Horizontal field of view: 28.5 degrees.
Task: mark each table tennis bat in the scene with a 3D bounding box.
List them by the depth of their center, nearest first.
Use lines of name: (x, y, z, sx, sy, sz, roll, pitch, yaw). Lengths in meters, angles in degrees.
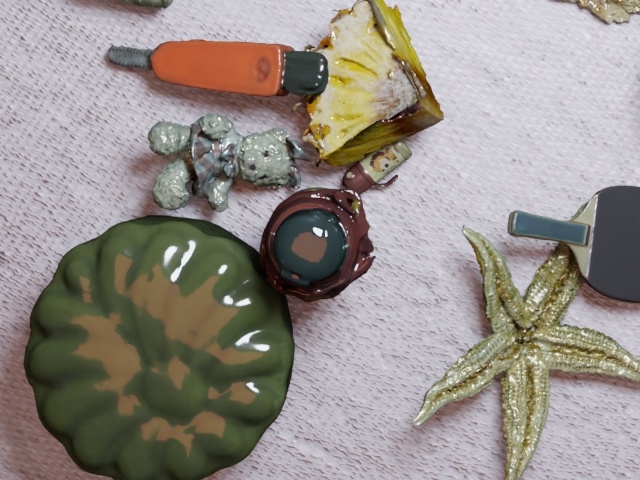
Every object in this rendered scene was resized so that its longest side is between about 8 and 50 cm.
table tennis bat: (0.373, -0.002, 1.660, 0.274, 0.021, 0.154, 9, 86, -16)

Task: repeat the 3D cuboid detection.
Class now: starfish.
starfish: (0.260, 0.132, 1.674, 0.358, 0.078, 0.347, -22, 99, -10)

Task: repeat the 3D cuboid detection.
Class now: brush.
brush: (-0.137, -0.233, 1.666, 0.323, 0.051, 0.070, 10, 99, 21)

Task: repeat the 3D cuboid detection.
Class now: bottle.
bottle: (0.000, 0.000, 1.594, 0.143, 0.271, 0.156, 27, 95, 1)
bottle: (0.074, -0.099, 1.696, 0.101, 0.047, 0.063, -41, 81, 6)

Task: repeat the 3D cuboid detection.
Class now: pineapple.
pineapple: (0.069, -0.198, 1.642, 0.186, 0.114, 0.236, 16, 94, 29)

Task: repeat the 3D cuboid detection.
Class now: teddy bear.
teddy bear: (-0.130, -0.108, 1.689, 0.213, 0.111, 0.133, -3, 113, -18)

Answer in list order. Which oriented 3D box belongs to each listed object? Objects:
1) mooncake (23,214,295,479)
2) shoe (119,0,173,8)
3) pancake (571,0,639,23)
mooncake: (-0.207, 0.144, 1.656, 0.356, 0.194, 0.356, 0, 93, 4)
shoe: (-0.207, -0.442, 1.665, 0.149, 0.109, 0.293, 21, 98, -2)
pancake: (0.291, -0.382, 1.661, 0.244, 0.057, 0.266, -24, 93, 5)
